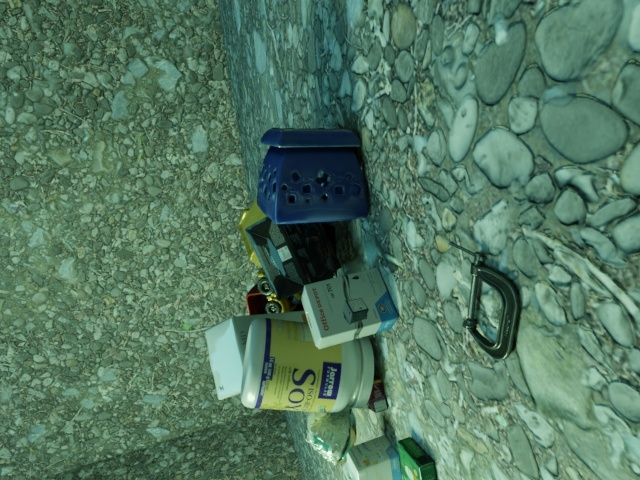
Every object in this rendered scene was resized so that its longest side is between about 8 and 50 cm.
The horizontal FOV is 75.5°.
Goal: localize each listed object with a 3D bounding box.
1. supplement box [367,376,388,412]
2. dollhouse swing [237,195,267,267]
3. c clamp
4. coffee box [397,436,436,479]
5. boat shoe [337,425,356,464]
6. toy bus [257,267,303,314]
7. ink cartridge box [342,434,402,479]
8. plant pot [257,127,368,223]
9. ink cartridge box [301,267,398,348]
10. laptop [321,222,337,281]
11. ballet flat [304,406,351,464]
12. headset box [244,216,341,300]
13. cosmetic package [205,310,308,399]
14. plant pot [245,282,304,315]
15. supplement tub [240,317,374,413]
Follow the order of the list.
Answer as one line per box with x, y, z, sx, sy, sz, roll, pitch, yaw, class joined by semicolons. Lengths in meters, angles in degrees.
0.152;0.429;1.154;0.055;0.043;0.083;147;112;-74;supplement box
-0.253;-0.058;2.212;0.315;0.305;0.346;37;-167;-38;dollhouse swing
0.246;0.093;0.626;0.137;0.022;0.160;-146;48;-62;c clamp
0.234;0.578;0.975;0.113;0.041;0.184;-165;65;-74;coffee box
0.073;0.761;1.577;0.092;0.103;0.285;-124;21;-44;boat shoe
-0.123;0.192;1.670;0.149;0.212;0.220;-42;-64;-74;toy bus
0.139;0.631;1.156;0.092;0.143;0.089;-146;47;-68;ink cartridge box
-0.029;-0.172;1.028;0.236;0.236;0.211;-142;50;-67;plant pot
0.066;0.160;0.984;0.082;0.191;0.139;104;150;-58;ink cartridge box
0.000;0.000;1.440;0.265;0.137;0.234;23;128;40;laptop
0.034;0.534;1.263;0.409;0.147;0.146;47;-151;-81;ballet flat
-0.061;0.024;1.204;0.217;0.110;0.293;65;-157;1;headset box
-0.153;0.380;1.447;0.162;0.454;0.229;-30;68;34;cosmetic package
-0.189;0.306;1.917;0.235;0.268;0.266;-113;16;-72;plant pot
-0.042;0.349;1.150;0.241;0.332;0.240;-172;90;-79;supplement tub
